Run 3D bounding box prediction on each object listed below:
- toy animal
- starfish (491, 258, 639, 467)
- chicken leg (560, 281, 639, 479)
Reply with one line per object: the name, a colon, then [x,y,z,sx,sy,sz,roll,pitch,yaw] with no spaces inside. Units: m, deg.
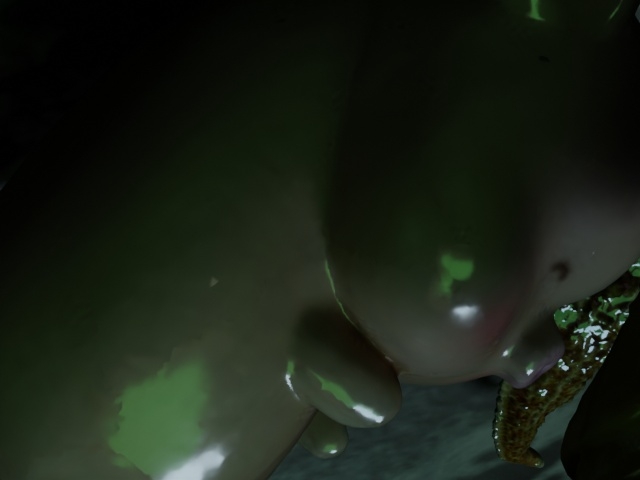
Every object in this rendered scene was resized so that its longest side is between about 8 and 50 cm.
toy animal: [-0.004,-0.006,0.603,0.250,0.154,0.166,-30,-174,-7]
starfish: [0.118,0.025,0.807,0.238,0.057,0.213,11,128,-42]
chicken leg: [0.192,0.003,0.556,0.409,0.182,0.295,-58,138,-15]
